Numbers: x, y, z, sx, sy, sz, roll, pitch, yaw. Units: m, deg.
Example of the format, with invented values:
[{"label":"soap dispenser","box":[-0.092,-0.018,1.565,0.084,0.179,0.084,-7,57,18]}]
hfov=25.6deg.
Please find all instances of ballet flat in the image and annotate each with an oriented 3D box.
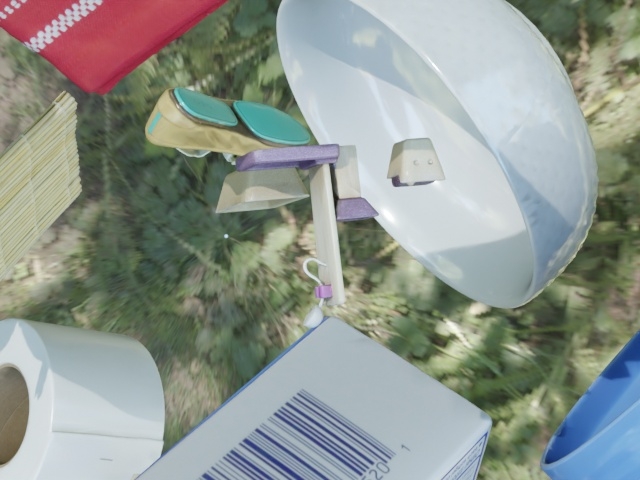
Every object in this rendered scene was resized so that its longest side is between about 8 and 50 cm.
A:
[{"label":"ballet flat","box":[-0.110,-0.125,1.625,0.073,0.232,0.080,-47,55,25]}]

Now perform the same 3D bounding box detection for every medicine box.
[{"label":"medicine box","box":[-0.033,0.249,0.993,0.149,0.289,0.263,33,48,22]}]

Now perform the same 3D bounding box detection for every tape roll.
[{"label":"tape roll","box":[-0.334,0.229,1.781,0.169,0.246,0.246,13,89,-42]}]

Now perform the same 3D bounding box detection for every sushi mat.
[{"label":"sushi mat","box":[-0.350,-0.016,1.515,0.019,0.151,0.316,20,46,16]}]

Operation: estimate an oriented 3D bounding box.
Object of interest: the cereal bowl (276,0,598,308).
[{"label":"cereal bowl","box":[0.119,-0.113,1.223,0.141,0.339,0.339,-38,93,-15]}]

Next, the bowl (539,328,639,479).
[{"label":"bowl","box":[0.319,0.049,1.018,0.077,0.391,0.391,43,87,6]}]

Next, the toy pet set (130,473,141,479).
[{"label":"toy pet set","box":[-0.175,0.316,1.680,0.114,0.065,0.122,52,49,-32]}]

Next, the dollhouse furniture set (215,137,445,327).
[{"label":"dollhouse furniture set","box":[0.000,0.000,0.684,0.091,0.114,0.081,-6,88,-19]}]

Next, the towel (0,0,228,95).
[{"label":"towel","box":[-0.121,-0.164,0.439,0.275,0.199,0.031,38,52,-24]}]
